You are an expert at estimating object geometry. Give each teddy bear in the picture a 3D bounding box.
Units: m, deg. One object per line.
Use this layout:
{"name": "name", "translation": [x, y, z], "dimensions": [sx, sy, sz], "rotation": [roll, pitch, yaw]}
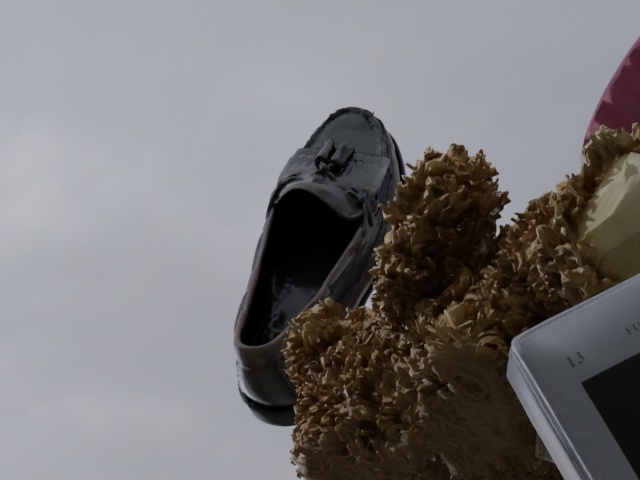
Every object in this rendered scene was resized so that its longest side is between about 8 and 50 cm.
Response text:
{"name": "teddy bear", "translation": [0.114, 0.060, 0.775], "dimensions": [0.245, 0.113, 0.338], "rotation": [36, -39, 5]}

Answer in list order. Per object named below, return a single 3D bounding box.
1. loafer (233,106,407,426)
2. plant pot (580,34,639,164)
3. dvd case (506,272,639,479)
{"name": "loafer", "translation": [0.000, 0.000, 1.085], "dimensions": [0.096, 0.268, 0.084], "rotation": [2, -36, 20]}
{"name": "plant pot", "translation": [0.269, -0.051, 0.933], "dimensions": [0.201, 0.180, 0.201], "rotation": [-45, -23, -26]}
{"name": "dvd case", "translation": [0.171, 0.082, 0.295], "dimensions": [0.179, 0.239, 0.029], "rotation": [-26, -23, -5]}
